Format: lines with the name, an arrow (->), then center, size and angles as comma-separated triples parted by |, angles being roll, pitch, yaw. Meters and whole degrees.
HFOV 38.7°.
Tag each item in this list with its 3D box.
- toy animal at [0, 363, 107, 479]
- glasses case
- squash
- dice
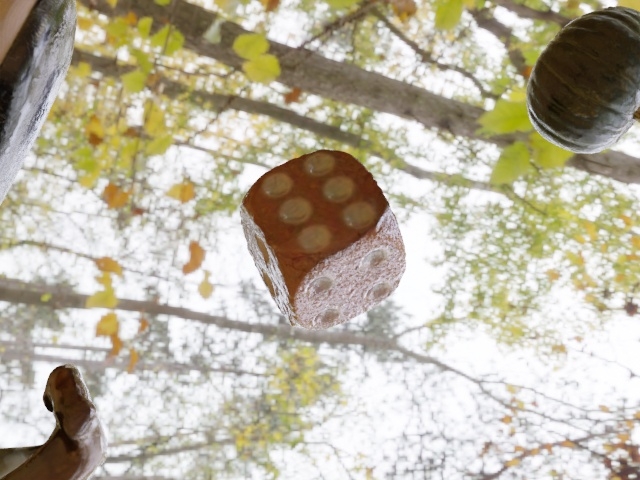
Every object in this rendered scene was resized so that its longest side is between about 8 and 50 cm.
toy animal -> -0.155, 0.145, 0.384 | 0.097, 0.157, 0.313 | -132, -150, -53
glasses case -> -0.243, -0.034, 0.581 | 0.314, 0.075, 0.122 | -52, -160, 23
squash -> 0.393, -0.224, 1.279 | 0.172, 0.218, 0.218 | 32, -71, 39
dice -> 0.000, 0.000, 1.200 | 0.175, 0.173, 0.179 | 59, -11, 31
